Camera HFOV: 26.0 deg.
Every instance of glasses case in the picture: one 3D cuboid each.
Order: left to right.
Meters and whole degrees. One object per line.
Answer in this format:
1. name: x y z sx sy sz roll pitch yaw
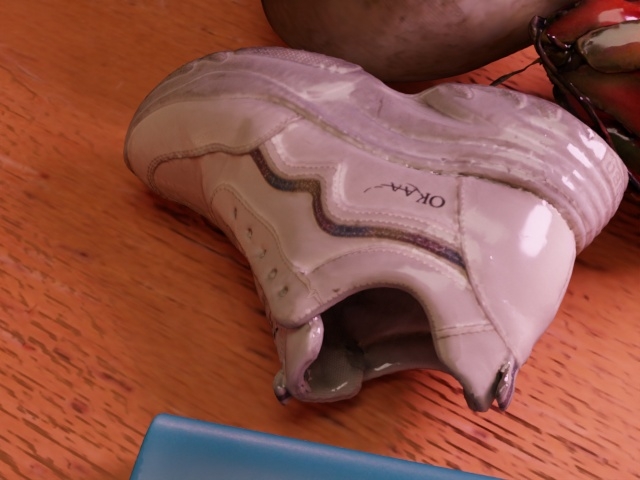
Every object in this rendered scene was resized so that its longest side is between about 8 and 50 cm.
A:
1. glasses case: 0.041 0.172 0.748 0.301 0.070 0.117 10 48 8

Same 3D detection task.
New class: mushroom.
1. mushroom: 0.086 -0.273 1.002 0.352 0.260 0.352 -32 29 21

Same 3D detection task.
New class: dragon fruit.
1. dragon fruit: 0.251 -0.113 0.909 0.293 0.234 0.234 2 46 -7

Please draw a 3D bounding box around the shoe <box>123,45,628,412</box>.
1. shoe: 0.000 0.000 0.866 0.342 0.132 0.211 11 61 26
